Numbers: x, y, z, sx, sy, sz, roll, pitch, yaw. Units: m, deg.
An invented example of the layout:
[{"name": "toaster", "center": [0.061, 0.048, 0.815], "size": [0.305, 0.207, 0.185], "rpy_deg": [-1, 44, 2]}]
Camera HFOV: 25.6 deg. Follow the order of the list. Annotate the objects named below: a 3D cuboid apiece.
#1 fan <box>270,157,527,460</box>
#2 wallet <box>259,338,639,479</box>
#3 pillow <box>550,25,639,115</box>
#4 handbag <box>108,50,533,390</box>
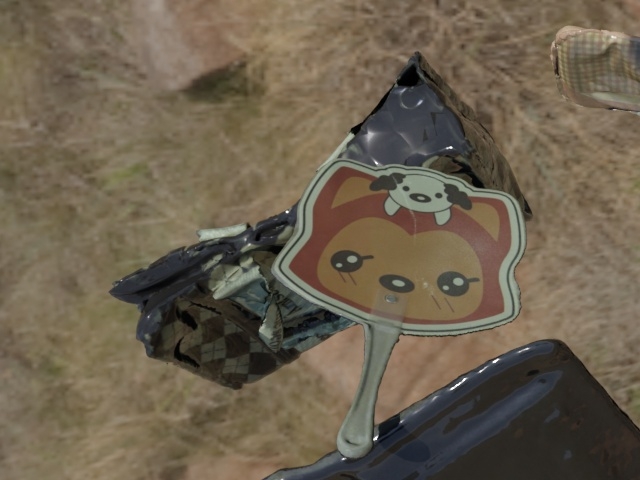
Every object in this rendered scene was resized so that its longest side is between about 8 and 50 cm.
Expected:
[{"name": "fan", "center": [0.037, 0.028, 0.723], "size": [0.132, 0.220, 0.009], "rpy_deg": [11, 132, 8]}, {"name": "wallet", "center": [0.041, 0.191, 0.760], "size": [0.323, 0.247, 0.041], "rpy_deg": [-35, 34, 10]}, {"name": "pillow", "center": [0.334, -0.159, 1.403], "size": [0.211, 0.135, 0.034], "rpy_deg": [11, 65, 24]}, {"name": "handbag", "center": [0.000, 0.000, 1.496], "size": [0.416, 0.316, 0.180], "rpy_deg": [-32, 73, 11]}]
